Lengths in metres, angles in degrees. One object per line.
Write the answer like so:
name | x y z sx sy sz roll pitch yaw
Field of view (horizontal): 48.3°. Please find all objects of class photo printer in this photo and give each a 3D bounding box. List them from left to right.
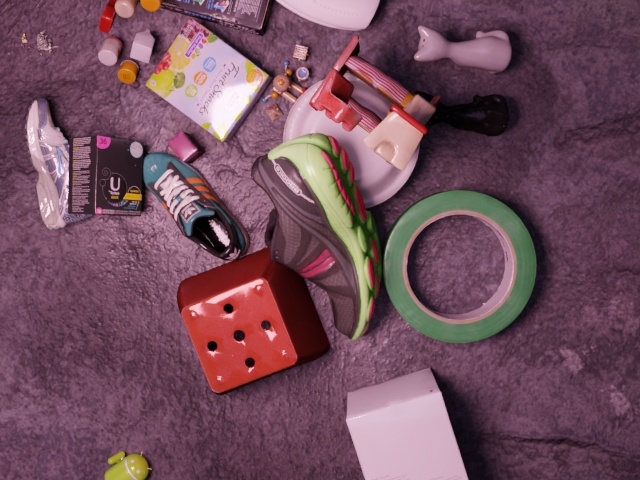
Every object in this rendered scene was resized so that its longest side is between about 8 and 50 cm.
photo printer | 0.030 -0.598 1.452 0.256 0.107 0.308 18 94 -20

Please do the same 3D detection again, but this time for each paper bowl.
paper bowl | 0.064 -0.204 1.486 0.284 0.148 0.284 0 92 3

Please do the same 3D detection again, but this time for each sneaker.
sneaker | -0.560 -0.170 1.551 0.122 0.110 0.283 -11 96 -15
sneaker | -0.274 -0.077 1.520 0.302 0.121 0.108 44 95 0
sneaker | 0.000 0.000 1.436 0.202 0.185 0.483 -6 125 20

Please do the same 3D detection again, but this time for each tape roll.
tape roll | 0.291 0.053 1.524 0.321 0.077 0.321 0 93 1

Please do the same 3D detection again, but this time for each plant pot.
plant pot | -0.152 0.175 1.474 0.267 0.236 0.267 -21 92 4

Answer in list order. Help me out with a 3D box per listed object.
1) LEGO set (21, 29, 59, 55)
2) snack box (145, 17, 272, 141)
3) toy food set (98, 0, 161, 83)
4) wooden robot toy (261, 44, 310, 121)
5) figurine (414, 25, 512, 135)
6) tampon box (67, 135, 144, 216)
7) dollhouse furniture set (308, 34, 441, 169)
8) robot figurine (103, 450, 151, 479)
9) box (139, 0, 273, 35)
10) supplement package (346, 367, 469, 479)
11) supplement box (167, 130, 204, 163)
LEGO set | -0.617 -0.432 1.560 0.083 0.023 0.054 -7 93 3
snack box | -0.235 -0.340 1.523 0.207 0.070 0.174 36 100 -1
toy food set | -0.396 -0.452 1.491 0.111 0.104 0.232 16 138 -14
wooden robot toy | -0.068 -0.334 1.516 0.076 0.079 0.173 31 95 0
figurine | 0.279 -0.328 1.460 0.209 0.092 0.215 1 93 -21
tampon box | -0.452 -0.133 1.504 0.101 0.120 0.161 3 92 37
dollhouse furniture set | 0.096 -0.244 1.225 0.201 0.374 0.152 36 98 -2
robot figurine | -0.432 0.521 1.592 0.115 0.067 0.101 -35 79 4
box | -0.224 -0.618 1.508 0.293 0.073 0.296 15 95 2
supplement package | 0.186 0.438 1.495 0.199 0.198 0.263 -17 93 4
supplement box | -0.287 -0.199 1.531 0.043 0.083 0.055 -39 90 4
